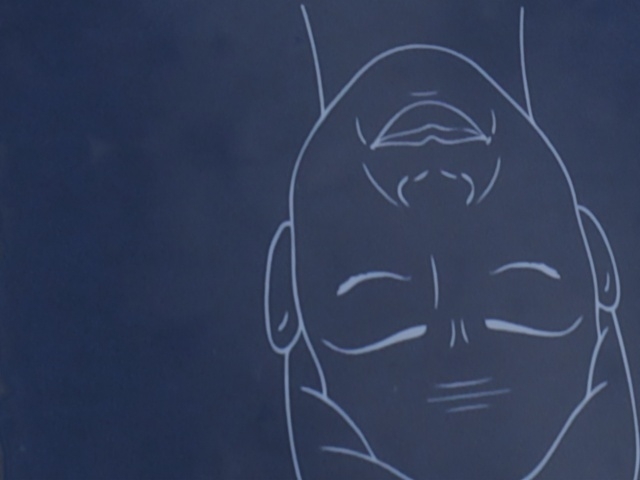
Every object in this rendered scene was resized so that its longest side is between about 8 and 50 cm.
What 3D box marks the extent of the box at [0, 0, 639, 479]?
[{"bbox_3d":[0.000,0.000,0.515,0.212,0.293,0.395,149,-64,-67],"label":"box"}]
